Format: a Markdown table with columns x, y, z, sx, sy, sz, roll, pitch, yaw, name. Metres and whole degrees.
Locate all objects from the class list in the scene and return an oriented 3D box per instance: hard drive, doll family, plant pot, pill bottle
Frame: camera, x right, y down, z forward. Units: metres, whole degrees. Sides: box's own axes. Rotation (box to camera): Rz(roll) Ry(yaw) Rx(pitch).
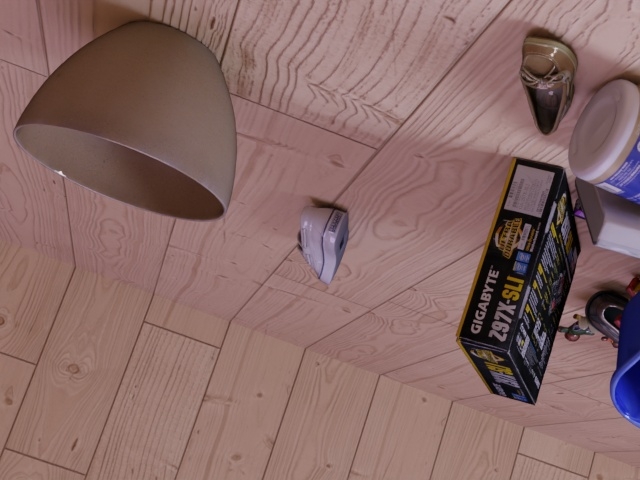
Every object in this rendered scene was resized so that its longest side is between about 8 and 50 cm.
| x | y | z | sx | sy | sz | roll | pitch | yaw | name |
| --- | --- | --- | --- | --- | --- | --- | --- | --- | --- |
| 0.448 | -0.006 | 1.230 | 0.307 | 0.040 | 0.203 | 15 | -156 | 0 | hard drive |
| 0.512 | 0.152 | 1.912 | 0.193 | 0.076 | 0.111 | 16 | 161 | 0 | doll family |
| -0.225 | -0.167 | 1.414 | 0.284 | 0.191 | 0.284 | 17 | 165 | 5 | plant pot |
| 0.366 | -0.083 | 1.149 | 0.186 | 0.112 | 0.112 | 22 | 165 | -14 | pill bottle |

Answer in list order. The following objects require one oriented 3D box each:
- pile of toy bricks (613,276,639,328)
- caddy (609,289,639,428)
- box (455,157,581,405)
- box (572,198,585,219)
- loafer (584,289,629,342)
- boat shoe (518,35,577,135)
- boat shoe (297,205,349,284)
| x | y | z | sx | sy | sz | roll | pitch | yaw | name |
| --- | --- | --- | --- | --- | --- | --- | --- | --- | --- |
| 0.560 | 0.142 | 1.673 | 0.212 | 0.118 | 0.105 | 45 | 141 | -1 | pile of toy bricks |
| 0.542 | 0.156 | 1.487 | 0.241 | 0.179 | 0.341 | 20 | 140 | -7 | caddy |
| 0.283 | 0.069 | 1.523 | 0.079 | 0.257 | 0.322 | 12 | 165 | 21 | box |
| 0.406 | -0.044 | 1.407 | 0.116 | 0.029 | 0.162 | 19 | 164 | -2 | box |
| 0.560 | 0.171 | 1.799 | 0.267 | 0.096 | 0.084 | 27 | -175 | 4 | loafer |
| 0.236 | -0.161 | 1.148 | 0.056 | 0.048 | 0.153 | 14 | 165 | 17 | boat shoe |
| 0.000 | 0.000 | 1.979 | 0.084 | 0.095 | 0.258 | 21 | 155 | 7 | boat shoe |
